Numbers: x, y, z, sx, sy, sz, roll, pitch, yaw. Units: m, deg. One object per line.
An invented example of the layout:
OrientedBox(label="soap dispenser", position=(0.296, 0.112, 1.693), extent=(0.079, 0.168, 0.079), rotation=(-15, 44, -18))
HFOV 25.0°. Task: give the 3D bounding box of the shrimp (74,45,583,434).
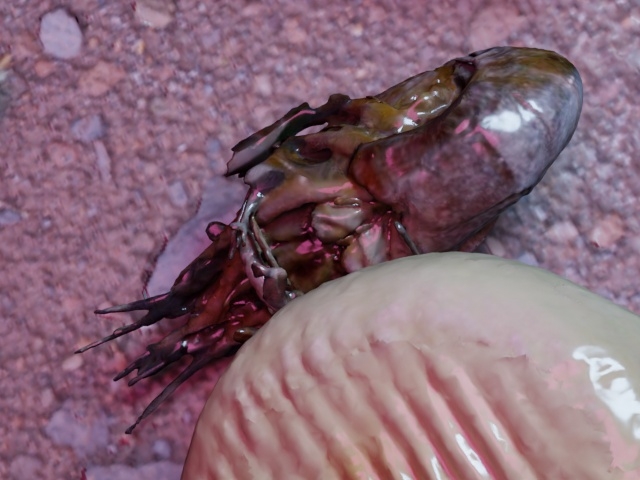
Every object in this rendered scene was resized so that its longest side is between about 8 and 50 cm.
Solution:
OrientedBox(label="shrimp", position=(0.002, 0.001, 0.826), extent=(0.343, 0.116, 0.145), rotation=(-34, 33, 11))

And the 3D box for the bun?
OrientedBox(label="bun", position=(0.087, 0.188, 0.707), extent=(0.361, 0.213, 0.361), rotation=(-4, 83, 33))
